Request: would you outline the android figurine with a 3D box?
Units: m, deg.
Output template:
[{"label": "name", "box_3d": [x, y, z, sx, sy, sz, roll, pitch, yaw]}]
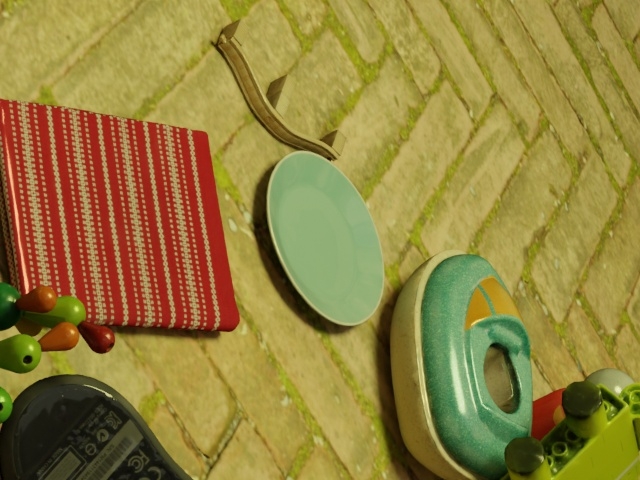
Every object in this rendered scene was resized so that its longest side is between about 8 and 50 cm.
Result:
[{"label": "android figurine", "box_3d": [0.263, 0.258, 1.957, 0.248, 0.056, 0.273, -41, 145, -15]}]

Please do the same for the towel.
[{"label": "towel", "box_3d": [-0.180, -0.017, 1.651, 0.275, 0.031, 0.199, 7, 68, -51]}]

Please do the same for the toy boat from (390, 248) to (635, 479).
[{"label": "toy boat", "box_3d": [0.205, 0.145, 1.988, 0.318, 0.148, 0.267, 27, 50, -44]}]

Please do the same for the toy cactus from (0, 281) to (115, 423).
[{"label": "toy cactus", "box_3d": [-0.281, 0.071, 1.393, 0.219, 0.112, 0.180, -29, 66, -27]}]

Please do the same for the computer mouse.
[{"label": "computer mouse", "box_3d": [-0.164, 0.223, 1.482, 0.188, 0.072, 0.272, -43, 108, -24]}]

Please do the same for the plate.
[{"label": "plate", "box_3d": [0.000, 0.000, 1.898, 0.188, 0.024, 0.188, 33, 46, -42]}]

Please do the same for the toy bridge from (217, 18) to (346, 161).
[{"label": "toy bridge", "box_3d": [-0.044, -0.144, 1.917, 0.188, 0.026, 0.063, 47, 40, -28]}]
